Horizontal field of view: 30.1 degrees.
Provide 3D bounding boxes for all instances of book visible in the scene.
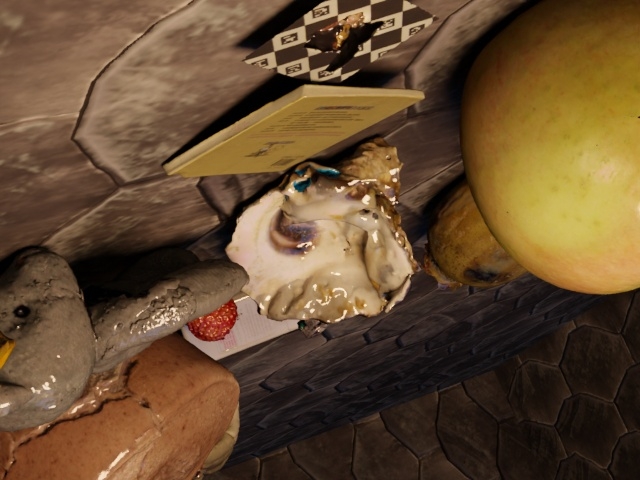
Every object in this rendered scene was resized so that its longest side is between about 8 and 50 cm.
[{"bbox_3d":[-0.025,-0.098,1.088,0.192,0.013,0.168,-24,169,40],"label":"book"}]

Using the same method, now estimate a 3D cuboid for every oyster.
[{"bbox_3d":[0.000,0.000,1.302,0.222,0.214,0.083,-4,-147,16],"label":"oyster"}]

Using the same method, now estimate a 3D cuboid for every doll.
[{"bbox_3d":[-0.240,0.062,1.197,0.340,0.158,0.246,-31,-157,-33],"label":"doll"}]

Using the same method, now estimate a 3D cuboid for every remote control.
[{"bbox_3d":[-0.097,0.104,1.627,0.190,0.029,0.087,-21,121,-10],"label":"remote control"}]

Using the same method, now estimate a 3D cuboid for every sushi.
[{"bbox_3d":[0.013,-0.169,0.934,0.120,0.026,0.126,-29,160,29],"label":"sushi"}]

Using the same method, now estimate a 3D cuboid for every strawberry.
[{"bbox_3d":[-0.149,0.092,1.540,0.073,0.073,0.083,-30,131,24],"label":"strawberry"}]

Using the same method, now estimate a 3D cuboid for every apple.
[{"bbox_3d":[0.288,-0.103,1.118,0.319,0.277,0.319,-24,176,-2],"label":"apple"}]

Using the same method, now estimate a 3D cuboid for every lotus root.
[{"bbox_3d":[0.217,-0.010,1.560,0.154,0.154,0.278,-11,161,-41],"label":"lotus root"}]

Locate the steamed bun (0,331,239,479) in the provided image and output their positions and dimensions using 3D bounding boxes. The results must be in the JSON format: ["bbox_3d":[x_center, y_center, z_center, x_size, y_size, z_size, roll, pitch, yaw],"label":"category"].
[{"bbox_3d":[-0.252,0.188,1.321,0.301,0.251,0.199,-39,160,-38],"label":"steamed bun"}]

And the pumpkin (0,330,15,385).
[{"bbox_3d":[-0.412,0.149,0.940,0.325,0.232,0.242,-53,-170,35],"label":"pumpkin"}]

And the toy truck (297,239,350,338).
[{"bbox_3d":[0.007,0.032,1.487,0.116,0.110,0.216,-32,168,-18],"label":"toy truck"}]

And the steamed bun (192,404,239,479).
[{"bbox_3d":[-0.257,0.312,1.866,0.275,0.206,0.320,-22,162,1],"label":"steamed bun"}]

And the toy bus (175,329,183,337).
[{"bbox_3d":[-0.225,0.151,1.634,0.072,0.057,0.172,-21,168,28],"label":"toy bus"}]
